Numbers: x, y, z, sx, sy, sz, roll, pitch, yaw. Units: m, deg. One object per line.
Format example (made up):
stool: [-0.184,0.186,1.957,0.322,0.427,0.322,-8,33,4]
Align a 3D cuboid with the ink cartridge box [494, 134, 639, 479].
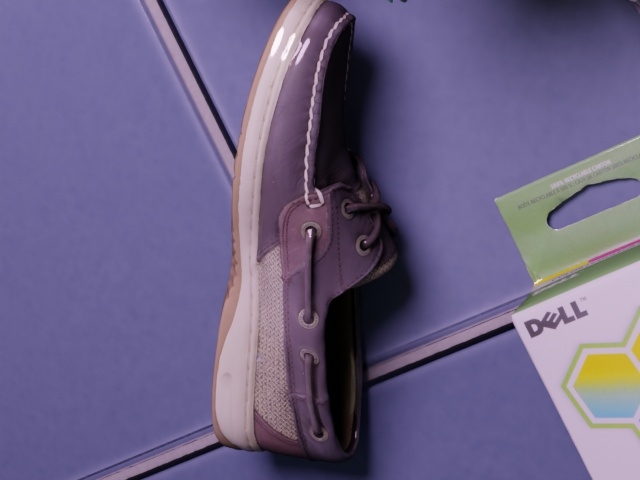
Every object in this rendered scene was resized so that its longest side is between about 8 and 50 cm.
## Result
ink cartridge box: [0.179,0.056,0.916,0.109,0.062,0.209,-25,93,26]

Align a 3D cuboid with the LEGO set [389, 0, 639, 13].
LEGO set: [0.166,-0.213,0.737,0.255,0.192,0.331,26,108,-21]

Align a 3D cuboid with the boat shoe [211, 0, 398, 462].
boat shoe: [0.000,0.000,0.960,0.092,0.103,0.285,14,113,13]
